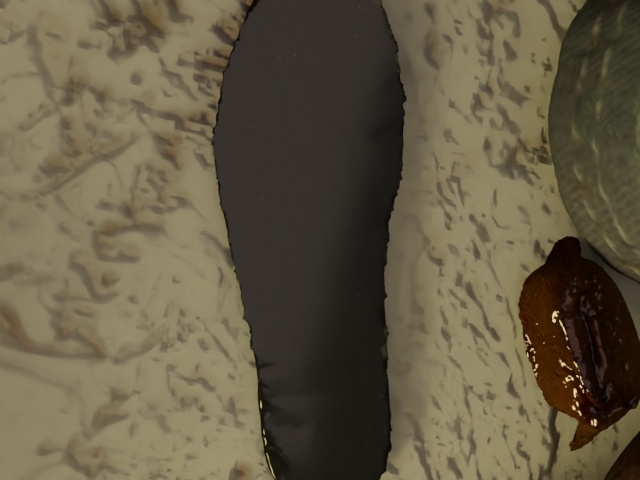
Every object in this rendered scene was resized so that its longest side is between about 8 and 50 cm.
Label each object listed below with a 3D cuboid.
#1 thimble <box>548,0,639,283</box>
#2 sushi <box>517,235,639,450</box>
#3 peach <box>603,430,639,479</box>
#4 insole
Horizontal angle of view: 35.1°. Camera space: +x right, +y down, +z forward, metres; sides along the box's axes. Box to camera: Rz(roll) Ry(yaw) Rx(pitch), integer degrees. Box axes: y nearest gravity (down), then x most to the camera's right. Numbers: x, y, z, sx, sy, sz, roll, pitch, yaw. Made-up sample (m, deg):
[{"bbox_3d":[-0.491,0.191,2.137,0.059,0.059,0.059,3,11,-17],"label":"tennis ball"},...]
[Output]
[{"bbox_3d":[0.251,-0.073,0.528,0.236,0.172,0.205,-47,107,-11],"label":"thimble"},{"bbox_3d":[0.148,0.062,0.587,0.052,0.055,0.120,-25,96,-20],"label":"sushi"},{"bbox_3d":[0.260,0.185,0.537,0.253,0.252,0.252,-2,97,-13],"label":"peach"},{"bbox_3d":[0.000,0.000,0.564,0.110,0.012,0.309,-7,99,-13],"label":"insole"}]
